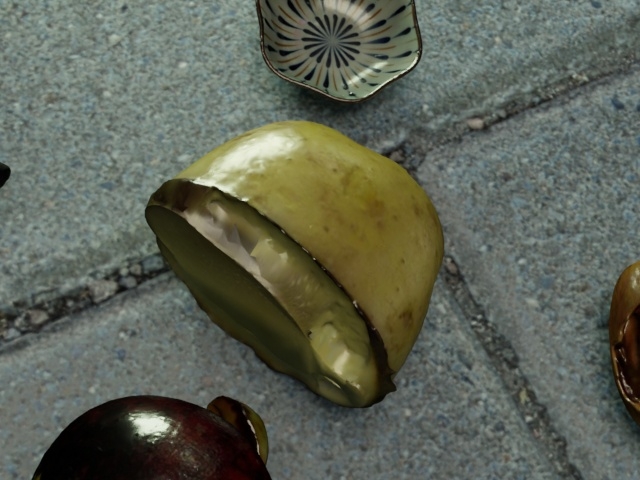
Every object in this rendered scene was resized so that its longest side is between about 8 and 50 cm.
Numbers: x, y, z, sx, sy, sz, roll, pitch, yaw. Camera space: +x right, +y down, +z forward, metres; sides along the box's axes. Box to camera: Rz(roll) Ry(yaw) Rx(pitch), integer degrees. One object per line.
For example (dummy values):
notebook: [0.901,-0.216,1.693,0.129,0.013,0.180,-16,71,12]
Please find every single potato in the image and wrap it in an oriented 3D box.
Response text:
potato: [0.000,0.000,1.219,0.285,0.242,0.242,35,66,9]

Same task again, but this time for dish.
dish: [0.013,-0.221,1.381,0.190,0.066,0.191,4,70,-11]

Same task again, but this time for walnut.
walnut: [0.347,0.114,1.289,0.115,0.116,0.207,3,72,-10]

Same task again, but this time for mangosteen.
mangosteen: [-0.129,0.238,1.107,0.228,0.228,0.265,50,28,10]

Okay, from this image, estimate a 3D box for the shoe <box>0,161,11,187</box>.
shoe: [-0.339,-0.041,1.218,0.093,0.108,0.241,-9,77,-16]
